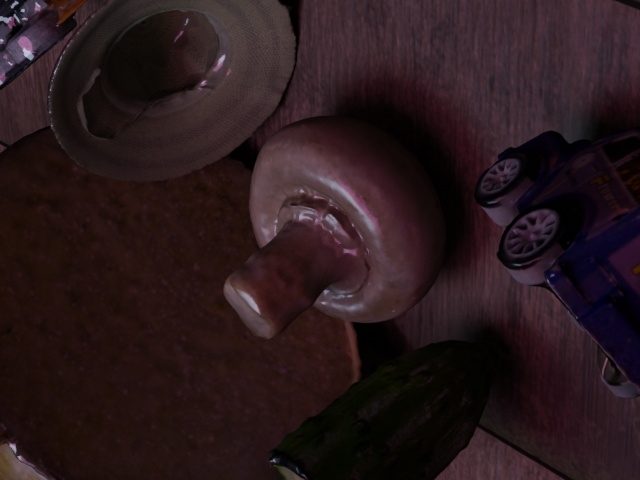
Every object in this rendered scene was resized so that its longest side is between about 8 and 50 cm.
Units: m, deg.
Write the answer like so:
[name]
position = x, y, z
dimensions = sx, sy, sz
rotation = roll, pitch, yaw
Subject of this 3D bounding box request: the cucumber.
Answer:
[cucumber]
position = 0.077, 0.169, 1.725
dimensions = 0.134, 0.244, 0.134
rotation = 46, 163, 18

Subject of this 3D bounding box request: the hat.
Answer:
[hat]
position = -0.152, -0.184, 1.778
dimensions = 0.252, 0.252, 0.110
rotation = 100, 150, -43

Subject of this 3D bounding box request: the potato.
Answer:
[potato]
position = -0.204, 0.128, 1.904
dimensions = 0.442, 0.385, 0.319
rotation = 45, 152, 4

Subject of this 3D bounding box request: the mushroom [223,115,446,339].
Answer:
[mushroom]
position = 0.001, -0.015, 1.723
dimensions = 0.206, 0.209, 0.206
rotation = 170, 90, -72

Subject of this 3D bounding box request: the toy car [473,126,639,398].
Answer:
[toy car]
position = 0.235, -0.002, 1.472
dimensions = 0.172, 0.158, 0.235
rotation = 48, -168, -29

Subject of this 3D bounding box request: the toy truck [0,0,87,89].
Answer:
[toy truck]
position = -0.243, -0.303, 1.778
dimensions = 0.173, 0.207, 0.387
rotation = 51, 139, -8
